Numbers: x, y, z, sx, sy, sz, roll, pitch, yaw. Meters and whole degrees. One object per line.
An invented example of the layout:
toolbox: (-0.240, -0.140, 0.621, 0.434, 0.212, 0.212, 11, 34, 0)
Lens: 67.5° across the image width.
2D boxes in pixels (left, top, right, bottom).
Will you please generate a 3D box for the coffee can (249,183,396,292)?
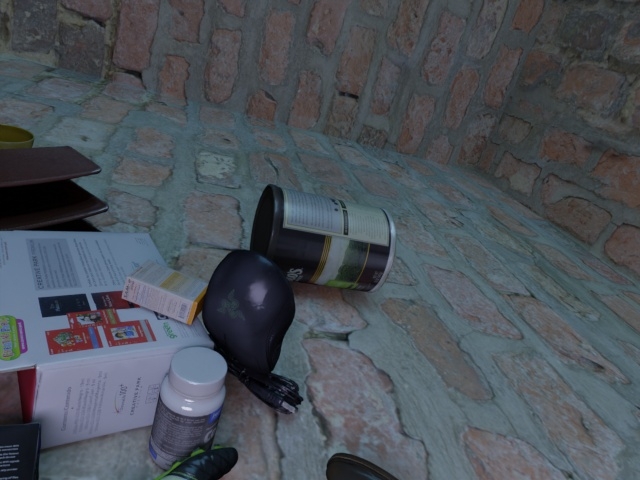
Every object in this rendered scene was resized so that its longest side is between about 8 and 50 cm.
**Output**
coffee can: (0.000, 0.000, 1.063, 0.275, 0.202, 0.202, 10, 24, -19)

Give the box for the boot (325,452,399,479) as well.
boot: (0.069, 0.334, 0.524, 0.219, 0.082, 0.106, 34, 25, 29)

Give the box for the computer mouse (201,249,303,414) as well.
computer mouse: (-0.102, 0.131, 0.648, 0.188, 0.272, 0.072, 28, 45, 19)

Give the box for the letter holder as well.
letter holder: (-0.536, -0.054, 0.865, 0.214, 0.152, 0.301, 30, 26, 21)

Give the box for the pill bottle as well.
pill bottle: (-0.158, 0.202, 0.579, 0.078, 0.137, 0.078, 15, 24, -7)

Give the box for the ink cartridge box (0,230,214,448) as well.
ink cartridge box: (-0.339, 0.111, 0.659, 0.271, 0.130, 0.309, 1, 28, -37)

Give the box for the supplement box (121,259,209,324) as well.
supplement box: (-0.204, 0.068, 0.643, 0.098, 0.036, 0.062, 22, 20, 1)

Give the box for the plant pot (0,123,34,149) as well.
plant pot: (-0.748, -0.207, 1.119, 0.134, 0.095, 0.134, 15, 23, -6)

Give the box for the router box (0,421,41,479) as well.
router box: (-0.389, 0.264, 0.345, 0.308, 0.081, 0.243, 5, 26, -27)

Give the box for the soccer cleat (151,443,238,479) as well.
soccer cleat: (-0.162, 0.282, 0.514, 0.178, 0.060, 0.072, -12, 46, -39)
